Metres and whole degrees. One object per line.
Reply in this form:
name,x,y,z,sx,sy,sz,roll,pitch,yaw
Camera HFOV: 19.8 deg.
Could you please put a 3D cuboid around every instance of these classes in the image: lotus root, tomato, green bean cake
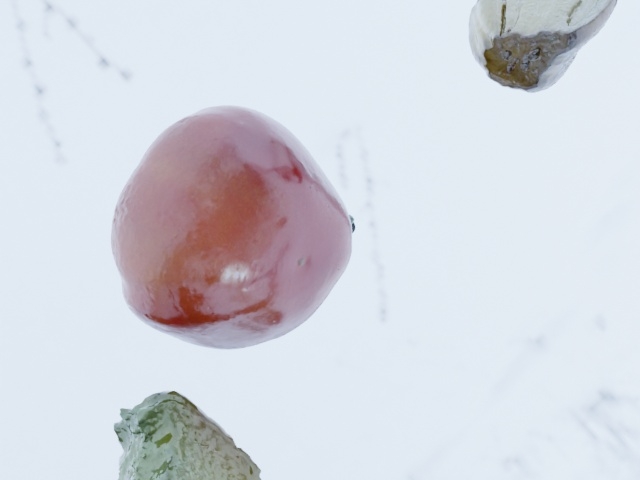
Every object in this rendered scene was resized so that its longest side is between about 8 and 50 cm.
lotus root,0.220,-0.198,1.814,0.159,0.095,0.135,-8,-152,24
tomato,-0.082,-0.003,1.810,0.260,0.180,0.260,-18,117,-41
green bean cake,-0.152,0.288,1.718,0.124,0.233,0.236,-34,-171,39

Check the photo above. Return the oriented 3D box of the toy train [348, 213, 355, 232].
toy train,0.000,0.000,2.300,0.103,0.064,0.044,-59,-175,32
